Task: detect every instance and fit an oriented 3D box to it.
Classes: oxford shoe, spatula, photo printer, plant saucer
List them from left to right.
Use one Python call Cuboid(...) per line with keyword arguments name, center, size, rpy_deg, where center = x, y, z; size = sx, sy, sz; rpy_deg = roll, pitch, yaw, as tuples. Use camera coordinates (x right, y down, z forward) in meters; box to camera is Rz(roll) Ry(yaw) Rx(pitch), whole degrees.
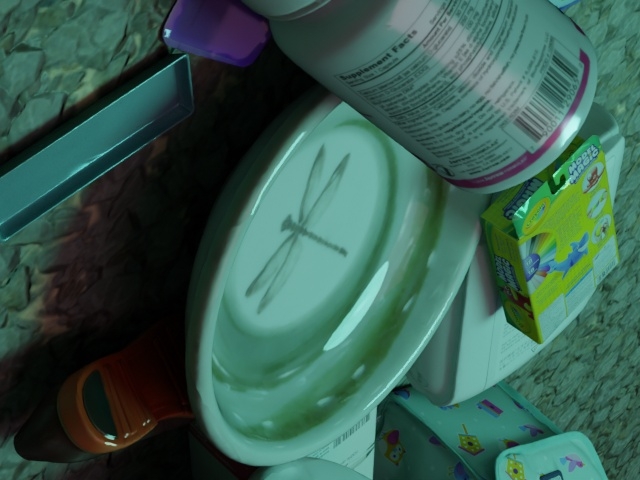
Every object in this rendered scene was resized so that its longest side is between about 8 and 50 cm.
Cuboid(name="plant saucer", center=(-0.173, -0.073, 1.377), size=(0.192, 0.018, 0.067), rpy_deg=(-38, 149, -26))
Cuboid(name="oxford shoe", center=(-0.161, 0.129, 1.587), size=(0.098, 0.097, 0.271), rpy_deg=(-26, 173, 30))
Cuboid(name="spatula", center=(-0.014, -0.171, 1.482), size=(0.296, 0.030, 0.084), rpy_deg=(4, 119, -57))
Cuboid(name="plant saucer", center=(0.000, 0.000, 1.600), size=(0.400, 0.100, 0.400), rpy_deg=(-35, 141, -35))
Cuboid(name="photo printer", center=(0.196, 0.024, 1.938), size=(0.256, 0.107, 0.307), rpy_deg=(-35, 148, -27))

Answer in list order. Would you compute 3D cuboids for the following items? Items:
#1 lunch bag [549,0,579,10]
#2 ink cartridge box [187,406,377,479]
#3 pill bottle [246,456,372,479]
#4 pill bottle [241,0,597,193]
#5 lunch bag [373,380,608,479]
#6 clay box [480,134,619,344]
Cuboid(name="lunch bag", center=(0.142, -0.257, 1.510), size=(0.176, 0.090, 0.219), rpy_deg=(-28, 151, 8))
Cuboid(name="ink cartridge box", center=(-0.036, 0.205, 1.817), size=(0.172, 0.100, 0.237), rpy_deg=(-34, 147, -27))
Cuboid(name="pill bottle", center=(-0.068, 0.411, 1.715), size=(0.224, 0.224, 0.392), rpy_deg=(-3, 133, -54))
Cuboid(name="pill bottle", center=(0.064, -0.168, 1.371), size=(0.283, 0.160, 0.160), rpy_deg=(36, 93, -34))
Cuboid(name="lunch bag", center=(0.195, 0.276, 2.071), size=(0.223, 0.262, 0.160), rpy_deg=(-7, 129, -52))
Cuboid(name="clay box", center=(0.223, -0.009, 1.772), size=(0.127, 0.053, 0.222), rpy_deg=(-44, 146, -17))
